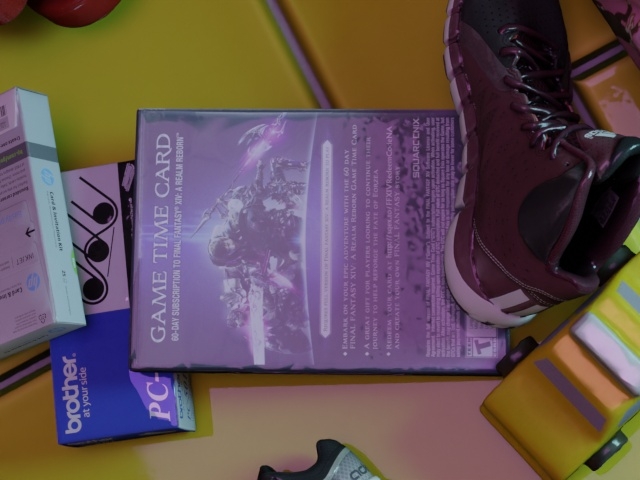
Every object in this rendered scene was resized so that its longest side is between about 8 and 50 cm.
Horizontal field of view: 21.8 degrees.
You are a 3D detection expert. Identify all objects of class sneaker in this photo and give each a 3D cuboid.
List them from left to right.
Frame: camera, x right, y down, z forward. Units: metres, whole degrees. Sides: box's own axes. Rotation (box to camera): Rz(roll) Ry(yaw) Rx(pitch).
[{"bbox_3d":[-0.034,0.202,1.190,0.170,0.063,0.075,-35,74,0],"label":"sneaker"},{"bbox_3d":[0.167,-0.085,1.133,0.106,0.162,0.281,6,79,-29],"label":"sneaker"}]

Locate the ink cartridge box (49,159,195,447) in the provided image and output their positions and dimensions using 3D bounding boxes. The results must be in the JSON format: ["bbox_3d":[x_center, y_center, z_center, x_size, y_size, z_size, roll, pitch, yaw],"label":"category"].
[{"bbox_3d":[-0.154,0.047,1.254,0.097,0.046,0.207,-10,78,12],"label":"ink cartridge box"}]

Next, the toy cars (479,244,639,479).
[{"bbox_3d":[0.300,0.074,1.111,0.394,0.087,0.176,-3,83,9],"label":"toy cars"}]

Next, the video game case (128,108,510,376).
[{"bbox_3d":[0.000,0.000,1.212,0.274,0.026,0.196,0,80,3],"label":"video game case"}]

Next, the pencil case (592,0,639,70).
[{"bbox_3d":[0.214,-0.244,1.155,0.160,0.167,0.386,-22,71,-25],"label":"pencil case"}]

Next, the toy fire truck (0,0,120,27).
[{"bbox_3d":[-0.267,-0.311,1.299,0.254,0.169,0.302,12,81,34],"label":"toy fire truck"}]

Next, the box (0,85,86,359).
[{"bbox_3d":[-0.255,-0.004,1.262,0.145,0.038,0.186,-22,71,31],"label":"box"}]
